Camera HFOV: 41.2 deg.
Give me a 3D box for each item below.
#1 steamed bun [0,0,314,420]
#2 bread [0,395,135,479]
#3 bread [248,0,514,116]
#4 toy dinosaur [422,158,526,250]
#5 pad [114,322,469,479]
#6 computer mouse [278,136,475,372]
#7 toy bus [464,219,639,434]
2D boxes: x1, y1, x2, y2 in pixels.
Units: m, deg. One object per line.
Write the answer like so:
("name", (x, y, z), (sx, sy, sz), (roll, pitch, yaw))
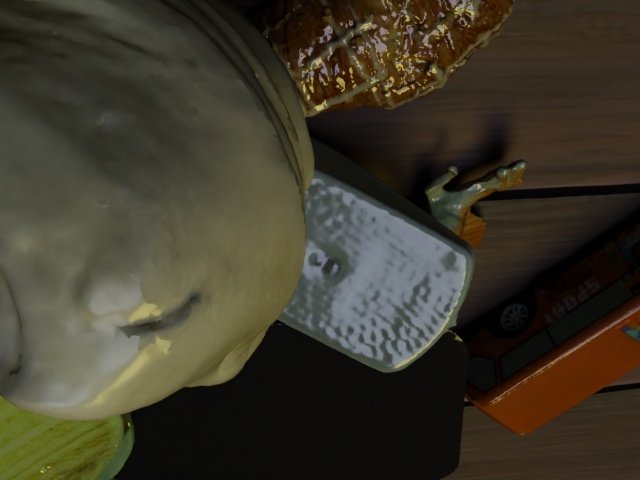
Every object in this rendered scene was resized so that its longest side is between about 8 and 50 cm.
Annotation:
("steamed bun", (-0.125, -0.060, 0.439), (0.276, 0.289, 0.203), (30, 91, -7))
("bread", (-0.321, 0.172, 0.757), (0.301, 0.045, 0.301), (-5, 131, -6))
("bread", (0.039, -0.133, 0.550), (0.233, 0.076, 0.105), (-22, 131, 9))
("toy dinosaur", (0.088, 0.010, 0.717), (0.142, 0.057, 0.212), (-23, 155, -15))
("pad", (-0.057, 0.115, 0.780), (0.375, 0.063, 0.315), (0, 134, 3))
("computer mouse", (0.000, 0.000, 0.624), (0.231, 0.079, 0.128), (32, 115, -3))
("toy bus", (0.295, 0.033, 0.749), (0.409, 0.092, 0.093), (-39, 126, 19))
